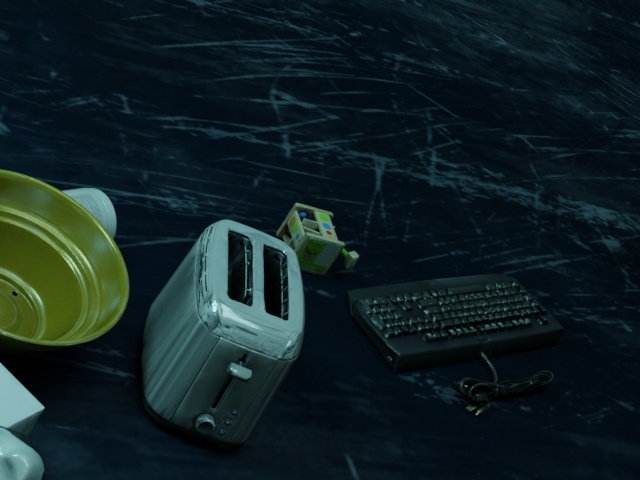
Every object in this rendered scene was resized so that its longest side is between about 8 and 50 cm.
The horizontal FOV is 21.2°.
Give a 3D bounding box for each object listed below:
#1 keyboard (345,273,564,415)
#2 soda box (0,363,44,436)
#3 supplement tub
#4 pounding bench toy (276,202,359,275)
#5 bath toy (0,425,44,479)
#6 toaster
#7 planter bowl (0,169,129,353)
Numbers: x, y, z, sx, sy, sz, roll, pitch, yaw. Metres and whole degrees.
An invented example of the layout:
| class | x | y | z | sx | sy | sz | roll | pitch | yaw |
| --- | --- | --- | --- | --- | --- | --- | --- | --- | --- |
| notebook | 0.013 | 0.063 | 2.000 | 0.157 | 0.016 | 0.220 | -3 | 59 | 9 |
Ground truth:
| class | x | y | z | sx | sy | sz | roll | pitch | yaw |
| --- | --- | --- | --- | --- | --- | --- | --- | --- | --- |
| keyboard | 0.184 | 0.116 | 2.032 | 0.317 | 0.033 | 0.201 | -6 | 49 | -46 |
| soda box | -0.349 | 0.108 | 1.508 | 0.216 | 0.069 | 0.074 | 42 | 32 | 14 |
| supplement tub | -0.269 | -0.015 | 1.750 | 0.107 | 0.071 | 0.071 | -10 | 52 | -49 |
| pounding bench toy | 0.000 | 0.000 | 1.996 | 0.083 | 0.052 | 0.065 | 15 | 36 | -29 |
| bath toy | -0.335 | 0.176 | 1.378 | 0.348 | 0.151 | 0.129 | 36 | -7 | 9 |
| toaster | -0.094 | 0.084 | 1.704 | 0.129 | 0.146 | 0.227 | 24 | 32 | -18 |
| planter bowl | -0.297 | 0.041 | 1.622 | 0.217 | 0.090 | 0.217 | 22 | 38 | -18 |
